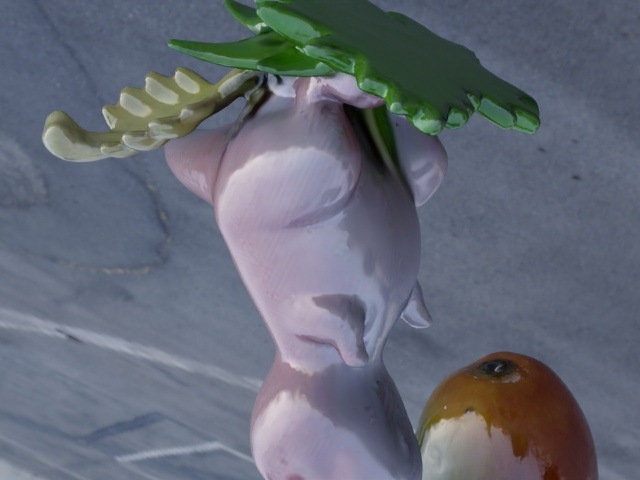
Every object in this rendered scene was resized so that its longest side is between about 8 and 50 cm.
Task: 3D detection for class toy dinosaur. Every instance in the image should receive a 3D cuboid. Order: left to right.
[{"bbox_3d":[0.002,-0.002,0.401,0.194,0.177,0.152,38,-156,16],"label":"toy dinosaur"}]

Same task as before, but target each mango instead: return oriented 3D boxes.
[{"bbox_3d":[0.133,0.207,0.720,0.129,0.146,0.289,23,141,29],"label":"mango"}]
